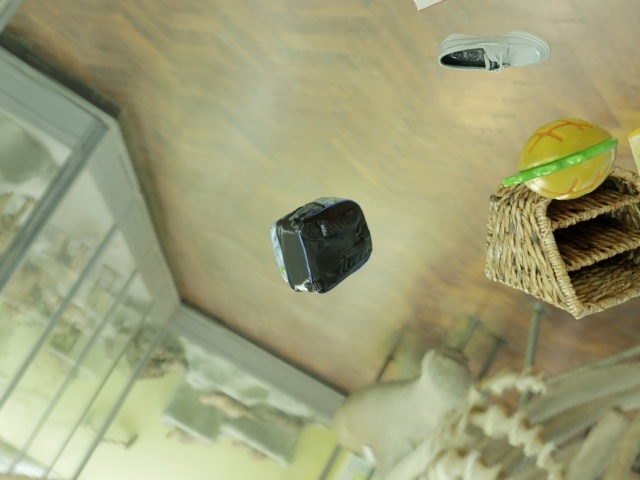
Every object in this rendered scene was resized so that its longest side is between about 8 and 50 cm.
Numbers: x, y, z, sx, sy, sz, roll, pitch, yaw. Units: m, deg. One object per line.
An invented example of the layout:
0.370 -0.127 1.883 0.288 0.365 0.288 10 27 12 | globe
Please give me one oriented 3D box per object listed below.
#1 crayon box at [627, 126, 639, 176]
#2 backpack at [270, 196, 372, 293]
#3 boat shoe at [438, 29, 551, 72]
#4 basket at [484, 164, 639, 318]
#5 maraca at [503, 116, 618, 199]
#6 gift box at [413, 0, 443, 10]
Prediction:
0.677 -0.099 1.877 0.081 0.278 0.165 -6 166 -31 | crayon box
0.000 0.000 1.268 0.084 0.114 0.105 6 117 48 | backpack
0.348 -0.372 2.100 0.228 0.081 0.079 5 137 25 | boat shoe
0.467 -0.023 1.814 0.299 0.213 0.223 -14 -155 -35 | basket
0.295 -0.097 1.269 0.127 0.186 0.099 -22 90 35 | maraca
0.171 -0.448 1.162 0.276 0.258 0.255 -23 140 19 | gift box
